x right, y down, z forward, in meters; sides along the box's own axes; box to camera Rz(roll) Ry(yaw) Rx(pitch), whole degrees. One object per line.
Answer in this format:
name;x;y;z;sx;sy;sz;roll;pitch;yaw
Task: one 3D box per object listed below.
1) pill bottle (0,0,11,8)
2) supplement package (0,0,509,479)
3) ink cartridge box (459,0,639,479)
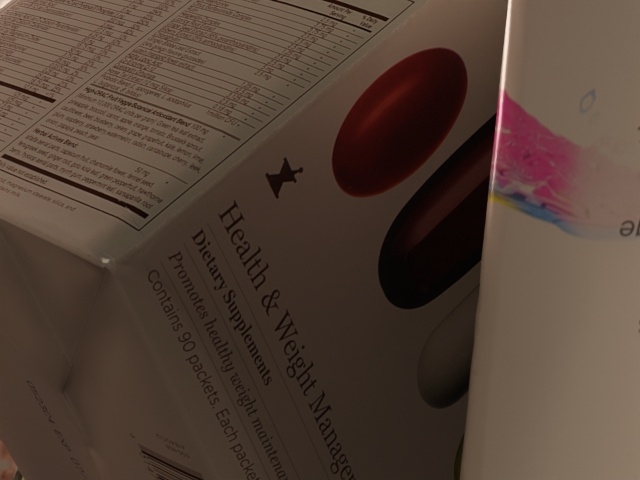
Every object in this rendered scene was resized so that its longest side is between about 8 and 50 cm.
pill bottle;-0.033;-0.137;0.803;0.216;0.121;0.121;-49;54;0
supplement package;0.000;0.000;0.624;0.203;0.194;0.149;-42;39;-25
ink cartridge box;0.151;0.019;0.473;0.207;0.119;0.353;2;79;27
